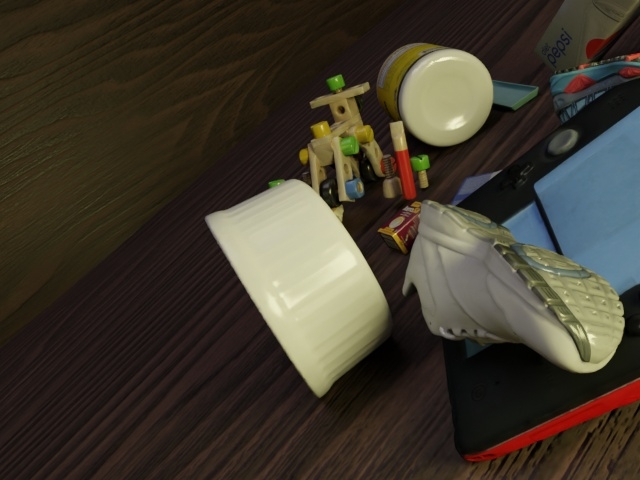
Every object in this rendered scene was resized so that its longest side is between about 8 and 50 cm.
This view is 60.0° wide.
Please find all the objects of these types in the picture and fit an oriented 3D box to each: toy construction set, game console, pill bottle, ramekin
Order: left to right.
[{"bbox_3d":[-0.024,0.054,0.735,0.135,0.277,0.277,-32,22,-7],"label":"ramekin"},{"bbox_3d":[0.063,-0.203,1.083,0.257,0.237,0.309,-24,19,-33],"label":"toy construction set"},{"bbox_3d":[0.229,-0.330,1.214,0.188,0.188,0.334,-34,22,8],"label":"pill bottle"},{"bbox_3d":[0.261,0.005,0.586,0.342,0.060,0.386,-36,24,27],"label":"game console"}]

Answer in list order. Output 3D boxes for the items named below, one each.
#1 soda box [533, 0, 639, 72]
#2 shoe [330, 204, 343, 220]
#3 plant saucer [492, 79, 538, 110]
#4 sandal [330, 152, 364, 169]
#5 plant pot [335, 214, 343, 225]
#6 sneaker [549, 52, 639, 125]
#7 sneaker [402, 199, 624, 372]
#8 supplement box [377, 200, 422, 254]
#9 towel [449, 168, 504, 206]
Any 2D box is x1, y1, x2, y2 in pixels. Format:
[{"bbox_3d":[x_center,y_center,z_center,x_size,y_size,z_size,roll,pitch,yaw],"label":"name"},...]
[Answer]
[{"bbox_3d":[0.457,-0.373,0.913,0.091,0.098,0.286,-38,-9,-3],"label":"soda box"},{"bbox_3d":[0.000,0.000,1.087,0.076,0.058,0.219,-43,8,44],"label":"shoe"},{"bbox_3d":[0.382,-0.305,1.165,0.067,0.018,0.192,-36,22,3],"label":"plant saucer"},{"bbox_3d":[0.058,-0.202,1.331,0.102,0.076,0.265,-54,-10,29],"label":"sandal"},{"bbox_3d":[0.003,0.034,0.950,0.134,0.095,0.134,-31,24,15],"label":"plant pot"},{"bbox_3d":[0.422,-0.187,0.756,0.104,0.125,0.262,-10,11,-8],"label":"sneaker"},{"bbox_3d":[0.168,0.055,0.538,0.297,0.111,0.129,-124,52,-71],"label":"sneaker"},{"bbox_3d":[0.146,-0.022,0.921,0.083,0.043,0.055,-41,21,-11],"label":"supplement box"},{"bbox_3d":[0.290,-0.046,0.776,0.285,0.034,0.209,-11,36,50],"label":"towel"}]
